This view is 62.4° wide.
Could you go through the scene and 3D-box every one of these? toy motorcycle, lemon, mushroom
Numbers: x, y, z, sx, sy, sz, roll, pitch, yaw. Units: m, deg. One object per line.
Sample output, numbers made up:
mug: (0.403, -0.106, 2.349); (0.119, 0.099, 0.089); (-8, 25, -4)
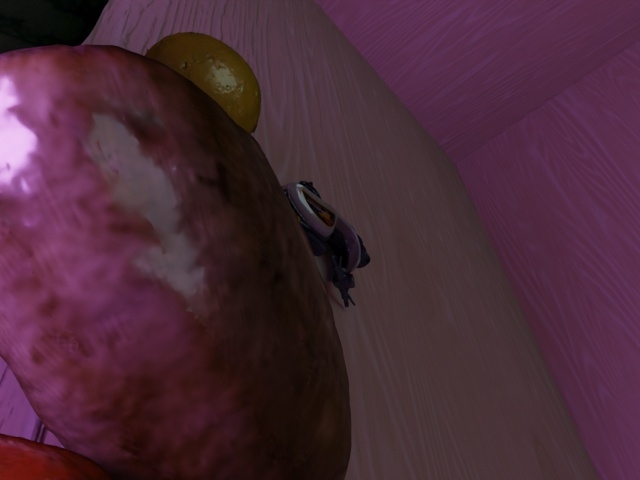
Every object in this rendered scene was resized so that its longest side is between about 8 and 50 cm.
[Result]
toy motorcycle: (0.000, 0.000, 0.946); (0.263, 0.090, 0.157); (37, 38, -32)
lemon: (-0.179, -0.213, 0.775); (0.206, 0.173, 0.173); (46, 23, 8)
mushroom: (-0.103, 0.075, 0.433); (0.314, 0.224, 0.398); (60, 5, -76)

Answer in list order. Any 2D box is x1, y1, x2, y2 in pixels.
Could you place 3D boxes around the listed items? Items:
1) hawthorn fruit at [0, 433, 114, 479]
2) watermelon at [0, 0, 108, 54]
hawthorn fruit: (-0.210, 0.166, 0.278); (0.203, 0.163, 0.163); (36, 27, -8)
watermelon: (-0.322, -0.272, 0.375); (0.363, 0.363, 0.363); (42, 27, -28)
